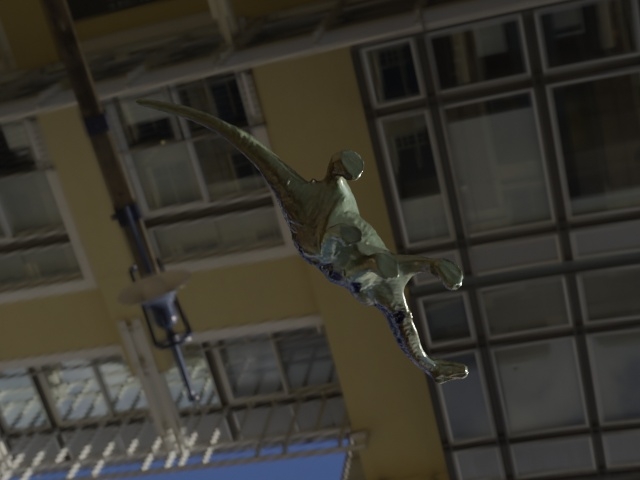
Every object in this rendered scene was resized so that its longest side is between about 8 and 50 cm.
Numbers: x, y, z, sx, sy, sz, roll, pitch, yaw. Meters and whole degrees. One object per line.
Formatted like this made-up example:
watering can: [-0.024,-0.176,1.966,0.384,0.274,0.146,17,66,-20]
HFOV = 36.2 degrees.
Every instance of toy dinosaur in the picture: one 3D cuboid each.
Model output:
toy dinosaur: [0.010,-0.003,0.384,0.058,0.180,0.037,-25,-159,45]
